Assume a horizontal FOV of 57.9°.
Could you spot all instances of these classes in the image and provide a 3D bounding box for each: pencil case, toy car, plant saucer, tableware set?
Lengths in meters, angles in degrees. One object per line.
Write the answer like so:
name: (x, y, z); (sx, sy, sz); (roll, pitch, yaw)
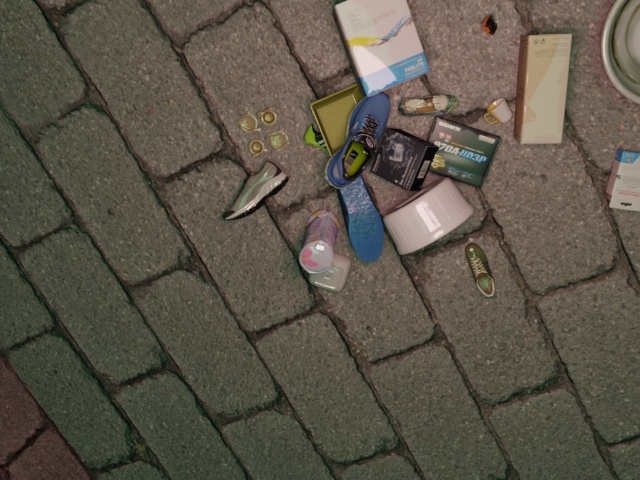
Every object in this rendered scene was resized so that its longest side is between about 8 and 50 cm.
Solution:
pencil case: (0.000, 0.000, 1.909); (0.113, 0.273, 0.124); (30, 117, -9)
toy car: (0.512, -0.684, 1.736); (0.040, 0.060, 0.122); (20, 96, 47)
plant saucer: (1.003, -0.585, 1.656); (0.400, 0.100, 0.400); (3, 109, 8)
plant saucer: (0.075, -0.382, 1.854); (0.188, 0.045, 0.188); (-27, 105, -15)
tableware set: (-0.192, -0.364, 1.943); (0.141, 0.020, 0.168); (-19, 105, 14)

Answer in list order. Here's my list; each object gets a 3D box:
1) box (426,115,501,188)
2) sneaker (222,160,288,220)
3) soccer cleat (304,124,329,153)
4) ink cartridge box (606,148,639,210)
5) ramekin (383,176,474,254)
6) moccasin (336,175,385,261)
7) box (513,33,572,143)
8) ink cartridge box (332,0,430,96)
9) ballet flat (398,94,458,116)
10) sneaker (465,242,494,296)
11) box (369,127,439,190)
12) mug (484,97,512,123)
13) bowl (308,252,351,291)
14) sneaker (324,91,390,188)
box: (0.444, -0.284, 1.863); (0.220, 0.051, 0.175); (19, 110, 2)
sneaker: (-0.235, -0.164, 1.986); (0.271, 0.100, 0.108); (-39, 85, 15)
soccer cleat: (0.034, -0.325, 1.904); (0.179, 0.060, 0.072); (22, 108, 3)
ink cartridge box: (0.970, -0.190, 1.815); (0.104, 0.060, 0.180); (8, 109, 4)
ramekin: (0.333, -0.084, 1.836); (0.277, 0.277, 0.135); (-31, 94, 17)
moccasin: (0.137, -0.101, 1.940); (0.138, 0.117, 0.342); (-13, 102, -1)
box: (0.659, -0.452, 1.727); (0.121, 0.148, 0.311); (1, 107, 8)
ink cartridge box: (0.173, -0.589, 1.708); (0.197, 0.198, 0.270); (-21, 105, 5)
ballet flat: (0.339, -0.426, 1.817); (0.188, 0.070, 0.070); (-9, 107, 10)
sneaker: (0.548, 0.106, 1.962); (0.064, 0.086, 0.192); (-21, 104, 14)
box: (0.265, -0.258, 1.845); (0.158, 0.093, 0.156); (31, 113, 28)
mug: (0.562, -0.401, 1.812); (0.064, 0.078, 0.062); (45, 76, -17)
bowl: (0.030, 0.115, 2.057); (0.142, 0.053, 0.142); (18, 112, 3)
sneaker: (0.139, -0.309, 1.782); (0.130, 0.147, 0.330); (28, 83, -21)
